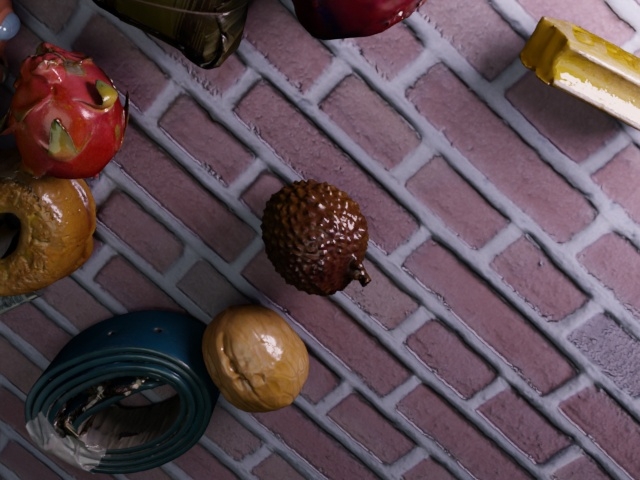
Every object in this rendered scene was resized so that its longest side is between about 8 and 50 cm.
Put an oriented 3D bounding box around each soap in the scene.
[{"bbox_3d":[0.427,-0.248,1.296,0.257,0.160,0.080,28,118,-1],"label":"soap"}]

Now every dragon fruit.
[{"bbox_3d":[-0.446,-0.224,1.508,0.224,0.224,0.227,18,113,6],"label":"dragon fruit"}]

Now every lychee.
[{"bbox_3d":[0.000,0.000,1.518,0.238,0.200,0.200,37,122,21],"label":"lychee"}]

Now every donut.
[{"bbox_3d":[-0.596,-0.034,1.684,0.299,0.150,0.317,25,119,5],"label":"donut"}]

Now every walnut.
[{"bbox_3d":[-0.126,0.224,1.667,0.195,0.195,0.222,-27,99,25],"label":"walnut"}]

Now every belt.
[{"bbox_3d":[-0.402,0.323,1.794,0.436,0.173,0.300,-23,111,24],"label":"belt"}]

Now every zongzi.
[{"bbox_3d":[-0.229,-0.458,1.345,0.289,0.154,0.318,28,134,2],"label":"zongzi"}]

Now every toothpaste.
[{"bbox_3d":[-0.691,0.137,1.856,0.239,0.039,0.062,-21,104,25],"label":"toothpaste"}]

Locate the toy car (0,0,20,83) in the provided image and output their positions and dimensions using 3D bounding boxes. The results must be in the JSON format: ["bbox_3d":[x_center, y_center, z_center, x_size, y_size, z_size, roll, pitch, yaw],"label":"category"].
[{"bbox_3d":[-0.647,-0.370,1.521,0.212,0.181,0.271,20,120,-8],"label":"toy car"}]

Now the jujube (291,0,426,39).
[{"bbox_3d":[0.091,-0.457,1.235,0.258,0.258,0.376,45,111,-9],"label":"jujube"}]
